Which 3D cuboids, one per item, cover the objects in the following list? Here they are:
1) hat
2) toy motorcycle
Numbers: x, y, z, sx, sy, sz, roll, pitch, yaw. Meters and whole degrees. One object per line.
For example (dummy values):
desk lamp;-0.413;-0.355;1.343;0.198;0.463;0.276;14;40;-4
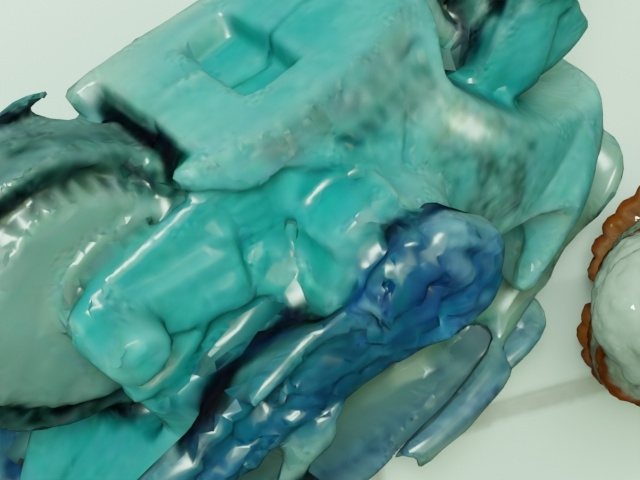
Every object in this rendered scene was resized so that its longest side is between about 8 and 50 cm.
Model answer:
hat;0.129;0.025;0.465;0.112;0.162;0.093;-18;91;23
toy motorcycle;0.000;0.000;0.433;0.260;0.154;0.206;-37;136;-17
